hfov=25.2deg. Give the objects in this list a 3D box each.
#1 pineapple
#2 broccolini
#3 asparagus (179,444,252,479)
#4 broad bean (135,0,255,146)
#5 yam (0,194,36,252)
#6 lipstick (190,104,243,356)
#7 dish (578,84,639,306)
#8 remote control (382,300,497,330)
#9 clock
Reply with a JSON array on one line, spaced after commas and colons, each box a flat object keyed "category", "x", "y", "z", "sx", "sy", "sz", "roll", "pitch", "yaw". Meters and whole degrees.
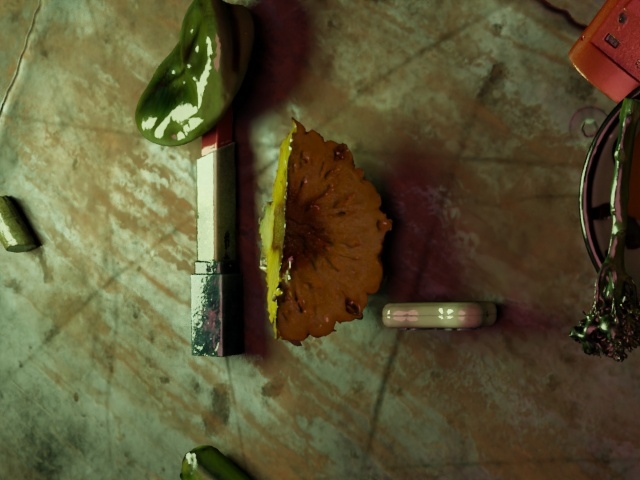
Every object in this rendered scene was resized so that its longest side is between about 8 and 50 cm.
[{"category": "pineapple", "x": 0.000, "y": 0.006, "z": 1.672, "sx": 0.164, "sy": 0.140, "sz": 0.249, "roll": 139, "pitch": 134, "yaw": -69}, {"category": "broccolini", "x": 0.284, "y": -0.009, "z": 1.374, "sx": 0.071, "sy": 0.057, "sz": 0.254, "roll": 1, "pitch": 98, "yaw": -8}, {"category": "asparagus", "x": -0.062, "y": 0.350, "z": 1.735, "sx": 0.278, "sy": 0.060, "sz": 0.067, "roll": 41, "pitch": 92, "yaw": 24}, {"category": "broad bean", "x": -0.152, "y": -0.201, "z": 1.751, "sx": 0.206, "sy": 0.072, "sz": 0.153, "roll": -56, "pitch": 37, "yaw": 27}, {"category": "yam", "x": -0.425, "y": -0.021, "z": 1.953, "sx": 0.043, "sy": 0.043, "sz": 0.094, "roll": -40, "pitch": 72, "yaw": 27}, {"category": "lipstick", "x": -0.130, "y": -0.015, "z": 1.766, "sx": 0.051, "sy": 0.051, "sz": 0.312, "roll": -1, "pitch": 90, "yaw": 31}, {"category": "dish", "x": 0.401, "y": -0.032, "z": 1.394, "sx": 0.303, "sy": 0.120, "sz": 0.303, "roll": 3, "pitch": 96, "yaw": 35}, {"category": "remote control", "x": 0.132, "y": 0.084, "z": 1.594, "sx": 0.122, "sy": 0.074, "sz": 0.032, "roll": -3, "pitch": 88, "yaw": 33}, {"category": "clock", "x": 0.335, "y": -0.216, "z": 1.467, "sx": 0.113, "sy": 0.061, "sz": 0.155, "roll": 44, "pitch": 115, "yaw": 22}]
